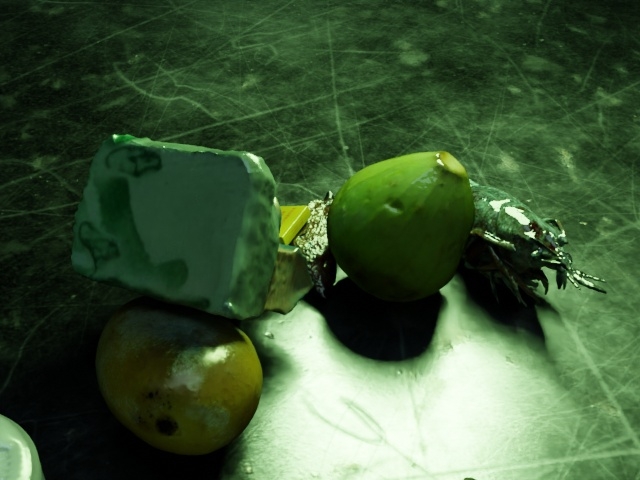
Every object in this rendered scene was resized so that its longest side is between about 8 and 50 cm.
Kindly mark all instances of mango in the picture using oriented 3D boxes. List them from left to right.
[{"bbox_3d":[-0.178,0.143,1.106,0.193,0.146,0.316,1,25,-20],"label":"mango"}]

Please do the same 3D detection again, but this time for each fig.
[{"bbox_3d":[0.122,-0.017,1.277,0.207,0.207,0.230,-31,7,-38],"label":"fig"}]

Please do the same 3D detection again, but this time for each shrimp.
[{"bbox_3d":[0.298,0.001,1.343,0.172,0.137,0.372,-16,40,-30],"label":"shrimp"}]

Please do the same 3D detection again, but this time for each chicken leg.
[{"bbox_3d":[0.000,0.000,1.379,0.105,0.063,0.234,10,39,16],"label":"chicken leg"}]

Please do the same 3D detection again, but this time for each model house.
[{"bbox_3d":[-0.123,-0.007,1.209,0.267,0.194,0.325,12,-2,29],"label":"model house"}]

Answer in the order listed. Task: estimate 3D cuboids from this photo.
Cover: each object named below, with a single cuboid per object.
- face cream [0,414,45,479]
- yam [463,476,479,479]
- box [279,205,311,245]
[{"bbox_3d":[-0.393,0.274,0.936,0.206,0.111,0.206,1,37,-1],"label":"face cream"},{"bbox_3d":[0.272,0.322,0.977,0.253,0.061,0.061,16,38,14],"label":"yam"},{"bbox_3d":[-0.099,-0.021,1.381,0.155,0.023,0.087,1,39,33],"label":"box"}]
